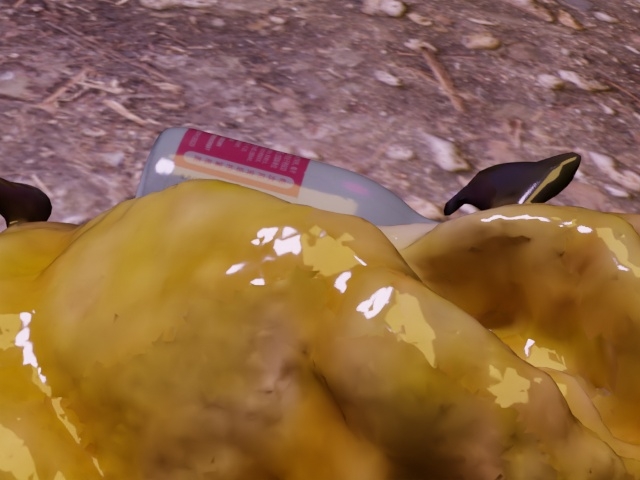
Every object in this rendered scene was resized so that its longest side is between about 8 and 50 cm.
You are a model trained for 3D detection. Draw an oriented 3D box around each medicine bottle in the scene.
[{"bbox_3d":[0.000,0.000,0.865,0.216,0.090,0.090,15,28,2],"label":"medicine bottle"}]

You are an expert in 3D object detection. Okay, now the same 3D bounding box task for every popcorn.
[{"bbox_3d":[0.011,0.092,0.574,0.315,0.281,0.297,-12,-12,8],"label":"popcorn"}]
